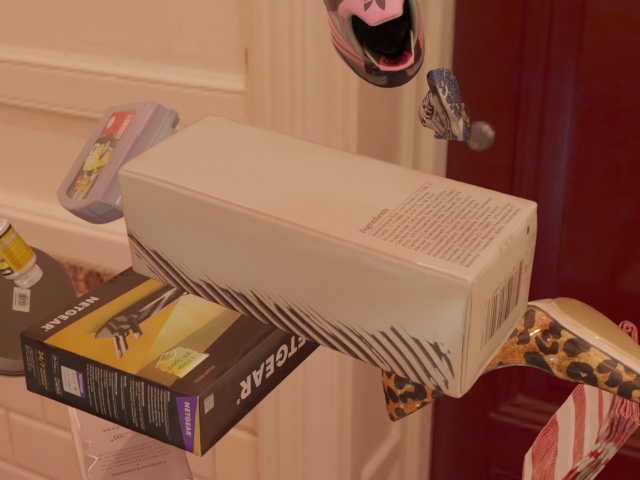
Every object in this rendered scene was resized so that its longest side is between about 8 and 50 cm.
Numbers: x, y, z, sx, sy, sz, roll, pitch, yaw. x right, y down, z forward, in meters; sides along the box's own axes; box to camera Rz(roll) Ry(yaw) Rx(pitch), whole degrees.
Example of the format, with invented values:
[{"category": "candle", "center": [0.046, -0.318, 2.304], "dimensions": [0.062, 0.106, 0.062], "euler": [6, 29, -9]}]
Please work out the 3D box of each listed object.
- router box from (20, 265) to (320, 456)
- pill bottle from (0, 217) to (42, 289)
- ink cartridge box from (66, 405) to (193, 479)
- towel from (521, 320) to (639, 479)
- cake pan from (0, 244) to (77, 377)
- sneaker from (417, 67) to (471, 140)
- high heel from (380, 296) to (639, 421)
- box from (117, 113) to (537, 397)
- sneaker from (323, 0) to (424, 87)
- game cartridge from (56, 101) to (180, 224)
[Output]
[{"category": "router box", "center": [-0.153, 0.107, 1.122], "dimensions": [0.243, 0.081, 0.309], "euler": [14, 28, 25]}, {"category": "pill bottle", "center": [-0.525, 0.025, 1.614], "dimensions": [0.065, 0.116, 0.065], "euler": [-24, 29, 14]}, {"category": "ink cartridge box", "center": [-0.230, 0.381, 1.237], "dimensions": [0.130, 0.309, 0.272], "euler": [-12, 37, -16]}, {"category": "towel", "center": [0.384, 0.301, 1.449], "dimensions": [0.037, 0.329, 0.237], "euler": [27, 33, 2]}, {"category": "cake pan", "center": [-0.618, 0.129, 1.920], "dimensions": [0.293, 0.293, 0.054], "euler": [-23, -7, -44]}, {"category": "sneaker", "center": [0.145, -0.160, 1.166], "dimensions": [0.058, 0.135, 0.052], "euler": [-6, 61, 20]}, {"category": "high heel", "center": [0.173, 0.133, 0.853], "dimensions": [0.261, 0.186, 0.093], "euler": [32, 17, 37]}, {"category": "box", "center": [0.000, 0.000, 0.658], "dimensions": [0.275, 0.094, 0.113], "euler": [19, 38, 29]}, {"category": "sneaker", "center": [0.068, -0.228, 1.083], "dimensions": [0.112, 0.131, 0.319], "euler": [-22, -21, 9]}, {"category": "game cartridge", "center": [-0.324, -0.120, 1.477], "dimensions": [0.060, 0.196, 0.294], "euler": [29, -9, -27]}]
